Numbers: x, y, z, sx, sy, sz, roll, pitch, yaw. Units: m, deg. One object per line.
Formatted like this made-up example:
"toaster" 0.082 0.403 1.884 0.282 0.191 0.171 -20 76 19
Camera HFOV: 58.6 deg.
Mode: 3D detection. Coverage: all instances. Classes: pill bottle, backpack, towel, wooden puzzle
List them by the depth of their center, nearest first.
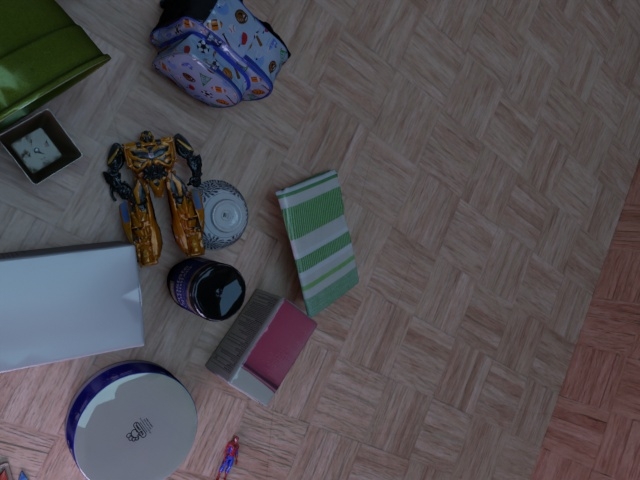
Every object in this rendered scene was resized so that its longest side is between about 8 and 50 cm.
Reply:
"wooden puzzle" -0.661 0.494 1.152 0.116 0.014 0.078 -23 105 -29
"backpack" -0.211 -0.407 1.232 0.263 0.276 0.213 23 86 -37
"pill bottle" -0.260 0.100 1.250 0.123 0.219 0.122 -2 94 -32
"towel" 0.000 0.000 1.464 0.248 0.038 0.324 -29 111 -51

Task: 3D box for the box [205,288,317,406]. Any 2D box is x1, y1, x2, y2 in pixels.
"box" -0.141 0.253 1.375 0.127 0.149 0.232 41 73 -28

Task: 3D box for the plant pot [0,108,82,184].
"plant pot" -0.554 -0.181 1.122 0.109 0.096 0.109 -40 113 -23

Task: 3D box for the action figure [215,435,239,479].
"action figure" -0.225 0.544 1.416 0.038 0.030 0.115 21 80 -26

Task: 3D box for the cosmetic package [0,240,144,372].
"cosmetic package" -0.556 0.126 1.111 0.385 0.156 0.217 -5 96 -32

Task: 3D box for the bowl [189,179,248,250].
"bowl" -0.233 -0.058 1.338 0.170 0.080 0.170 -3 96 -31

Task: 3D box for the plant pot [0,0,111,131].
"plant pot" -0.604 -0.352 0.917 0.366 0.366 0.353 -43 114 -22

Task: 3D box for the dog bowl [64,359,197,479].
"dog bowl" -0.410 0.403 1.247 0.265 0.104 0.264 -2 94 -31

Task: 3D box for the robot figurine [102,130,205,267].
"robot figurine" -0.348 -0.097 1.239 0.211 0.085 0.291 -13 94 -16
